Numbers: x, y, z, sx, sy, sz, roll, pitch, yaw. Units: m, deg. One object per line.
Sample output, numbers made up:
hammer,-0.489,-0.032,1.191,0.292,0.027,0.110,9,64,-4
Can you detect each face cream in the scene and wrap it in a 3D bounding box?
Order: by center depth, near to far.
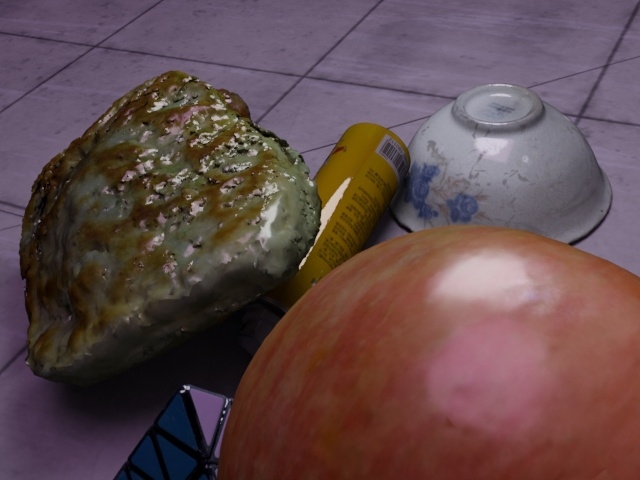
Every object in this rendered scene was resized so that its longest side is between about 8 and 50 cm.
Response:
face cream,0.000,0.000,1.052,0.105,0.105,0.349,14,53,26

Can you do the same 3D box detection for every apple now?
apple,0.118,0.180,0.618,0.346,0.391,0.391,-47,49,-13

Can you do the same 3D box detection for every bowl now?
bowl,0.242,-0.126,1.153,0.313,0.146,0.313,-5,39,5

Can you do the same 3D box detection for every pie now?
pie,-0.201,-0.009,0.982,0.395,0.180,0.418,-39,36,5

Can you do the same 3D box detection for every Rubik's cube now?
Rubik's cube,-0.095,0.184,0.808,0.211,0.178,0.190,21,44,30
